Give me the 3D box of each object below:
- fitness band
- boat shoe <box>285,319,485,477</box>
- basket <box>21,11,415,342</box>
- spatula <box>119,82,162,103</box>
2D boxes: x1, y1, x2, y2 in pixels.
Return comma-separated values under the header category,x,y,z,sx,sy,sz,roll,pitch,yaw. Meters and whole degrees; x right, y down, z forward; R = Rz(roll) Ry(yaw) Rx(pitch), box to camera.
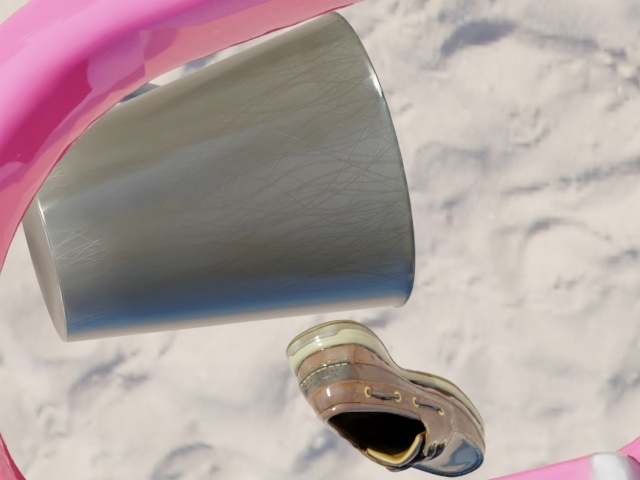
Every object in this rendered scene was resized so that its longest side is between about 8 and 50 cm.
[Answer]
category,x,y,z,sx,sy,sz,roll,pitch,yaw
fitness band,0.000,0.000,0.431,0.290,0.209,0.054,-15,161,22
boat shoe,0.043,0.109,0.931,0.064,0.060,0.178,-30,140,21
basket,-0.075,-0.026,1.024,0.226,0.154,0.204,-15,99,-16
spatula,-0.089,-0.098,1.278,0.296,0.084,0.030,21,114,31
